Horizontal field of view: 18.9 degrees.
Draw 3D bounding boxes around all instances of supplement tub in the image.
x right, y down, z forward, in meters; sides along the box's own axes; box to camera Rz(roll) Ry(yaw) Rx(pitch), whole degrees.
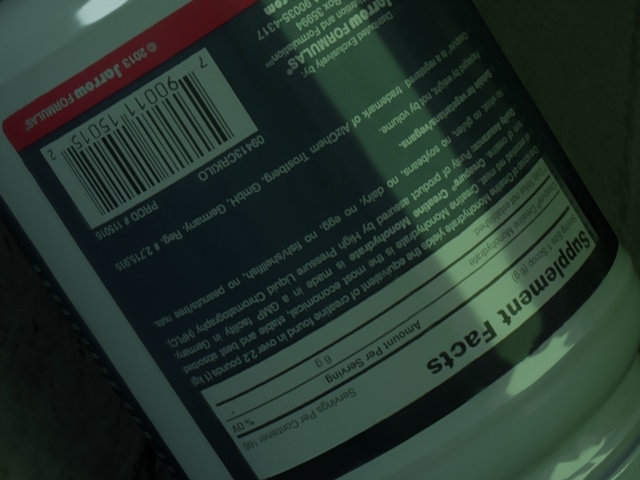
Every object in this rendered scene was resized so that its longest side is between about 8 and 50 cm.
[{"bbox_3d":[0.000,0.000,0.718,0.272,0.191,0.191,58,38,-9],"label":"supplement tub"}]
